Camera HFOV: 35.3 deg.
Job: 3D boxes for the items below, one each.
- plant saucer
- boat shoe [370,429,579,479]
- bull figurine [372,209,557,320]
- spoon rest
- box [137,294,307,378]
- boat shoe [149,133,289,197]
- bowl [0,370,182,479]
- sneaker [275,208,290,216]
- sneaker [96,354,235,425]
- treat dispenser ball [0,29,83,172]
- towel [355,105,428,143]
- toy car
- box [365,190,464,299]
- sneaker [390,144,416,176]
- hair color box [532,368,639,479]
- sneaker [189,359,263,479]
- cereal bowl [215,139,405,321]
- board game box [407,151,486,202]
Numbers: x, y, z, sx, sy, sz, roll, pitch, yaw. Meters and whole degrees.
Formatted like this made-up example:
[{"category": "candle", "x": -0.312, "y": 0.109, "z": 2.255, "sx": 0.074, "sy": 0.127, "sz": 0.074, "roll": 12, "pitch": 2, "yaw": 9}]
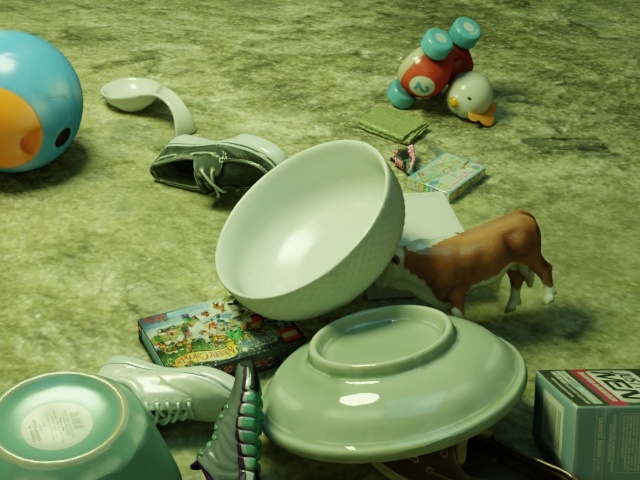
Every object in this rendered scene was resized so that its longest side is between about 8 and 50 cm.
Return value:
[{"category": "plant saucer", "x": 0.095, "y": 0.179, "z": 1.470, "sx": 0.401, "sy": 0.100, "sz": 0.400, "roll": -10, "pitch": 17, "yaw": 3}, {"category": "boat shoe", "x": 0.199, "y": 0.295, "z": 1.395, "sx": 0.342, "sy": 0.123, "sz": 0.123, "roll": 25, "pitch": 39, "yaw": 29}, {"category": "bull figurine", "x": 0.247, "y": 0.057, "z": 1.694, "sx": 0.310, "sy": 0.188, "sz": 0.101, "roll": -20, "pitch": 3, "yaw": -12}, {"category": "spoon rest", "x": -0.396, "y": -0.326, "z": 2.327, "sx": 0.276, "sy": 0.084, "sz": 0.137, "roll": 30, "pitch": 41, "yaw": 33}, {"category": "box", "x": -0.161, "y": 0.160, "z": 1.640, "sx": 0.233, "sy": 0.044, "sz": 0.159, "roll": -14, "pitch": 37, "yaw": -25}, {"category": "boat shoe", "x": -0.204, "y": -0.136, "z": 2.021, "sx": 0.335, "sy": 0.121, "sz": 0.119, "roll": 6, "pitch": 45, "yaw": 40}, {"category": "bowl", "x": -0.338, "y": 0.288, "z": 1.324, "sx": 0.312, "sy": 0.163, "sz": 0.311, "roll": 3, "pitch": 32, "yaw": -2}, {"category": "sneaker", "x": -0.023, "y": -0.080, "z": 1.952, "sx": 0.319, "sy": 0.127, "sz": 0.208, "roll": -10, "pitch": 36, "yaw": -37}, {"category": "sneaker", "x": -0.224, "y": 0.239, "z": 1.482, "sx": 0.258, "sy": 0.094, "sz": 0.091, "roll": 5, "pitch": 33, "yaw": 21}, {"category": "treat dispenser ball", "x": -0.630, "y": -0.283, "z": 2.051, "sx": 0.288, "sy": 0.288, "sz": 0.288, "roll": 2, "pitch": 33, "yaw": -2}, {"category": "towel", "x": 0.166, "y": -0.268, "z": 2.341, "sx": 0.148, "sy": 0.027, "sz": 0.110, "roll": 24, "pitch": 39, "yaw": 26}, {"category": "toy car", "x": 0.321, "y": -0.361, "z": 2.392, "sx": 0.210, "sy": 0.219, "sz": 0.238, "roll": -27, "pitch": 73, "yaw": -38}, {"category": "box", "x": 0.158, "y": 0.006, "z": 1.837, "sx": 0.181, "sy": 0.119, "sz": 0.182, "roll": -2, "pitch": 34, "yaw": -10}, {"category": "sneaker", "x": 0.180, "y": -0.170, "z": 2.182, "sx": 0.057, "sy": 0.047, "sz": 0.119, "roll": -3, "pitch": 26, "yaw": 3}, {"category": "hair color box", "x": 0.513, "y": 0.258, "z": 1.436, "sx": 0.375, "sy": 0.113, "sz": 0.185, "roll": 1, "pitch": 8, "yaw": -5}, {"category": "sneaker", "x": -0.131, "y": 0.270, "z": 1.377, "sx": 0.098, "sy": 0.083, "sz": 0.223, "roll": -3, "pitch": 64, "yaw": 4}, {"category": "cereal bowl", "x": 0.000, "y": 0.000, "z": 1.665, "sx": 0.339, "sy": 0.141, "sz": 0.339, "roll": -24, "pitch": 39, "yaw": 21}, {"category": "board game box", "x": 0.269, "y": -0.136, "z": 2.149, "sx": 0.103, "sy": 0.026, "sz": 0.154, "roll": 25, "pitch": 39, "yaw": 29}]
